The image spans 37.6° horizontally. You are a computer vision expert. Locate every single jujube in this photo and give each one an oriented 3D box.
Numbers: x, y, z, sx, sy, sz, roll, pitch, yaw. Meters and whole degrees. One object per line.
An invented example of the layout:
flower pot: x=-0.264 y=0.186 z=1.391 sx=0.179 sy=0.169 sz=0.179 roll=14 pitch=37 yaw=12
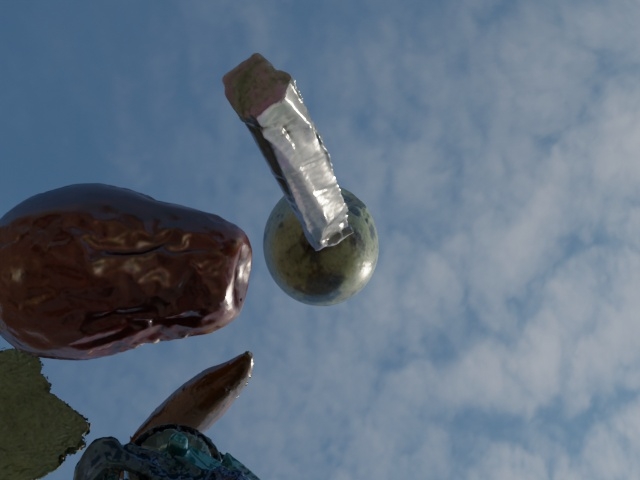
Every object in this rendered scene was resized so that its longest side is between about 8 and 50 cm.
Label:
jujube: x=-0.198 y=0.032 z=0.920 sx=0.255 sy=0.190 sz=0.190 roll=5 pitch=-77 yaw=6

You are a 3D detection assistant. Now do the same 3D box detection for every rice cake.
rice cake: x=-0.021 y=-0.067 z=0.824 sx=0.055 sy=0.270 sz=0.049 roll=-42 pitch=-119 yaw=-7

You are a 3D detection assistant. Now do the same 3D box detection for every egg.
egg: x=0.000 y=0.000 z=1.147 sx=0.141 sy=0.182 sz=0.141 roll=-4 pitch=-58 yaw=-6

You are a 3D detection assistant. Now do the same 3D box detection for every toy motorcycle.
toy motorcycle: x=-0.104 y=0.273 z=0.802 sx=0.260 sy=0.206 sz=0.154 roll=33 pitch=-48 yaw=22

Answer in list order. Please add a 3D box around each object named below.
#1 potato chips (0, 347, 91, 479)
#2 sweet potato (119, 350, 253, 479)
potato chips: x=-0.389 y=0.188 z=1.079 sx=0.167 sy=0.059 sz=0.228 roll=-39 pitch=-93 yaw=1
sweet potato: x=-0.157 y=0.198 z=1.010 sx=0.264 sy=0.057 sz=0.057 roll=-43 pitch=-95 yaw=25
